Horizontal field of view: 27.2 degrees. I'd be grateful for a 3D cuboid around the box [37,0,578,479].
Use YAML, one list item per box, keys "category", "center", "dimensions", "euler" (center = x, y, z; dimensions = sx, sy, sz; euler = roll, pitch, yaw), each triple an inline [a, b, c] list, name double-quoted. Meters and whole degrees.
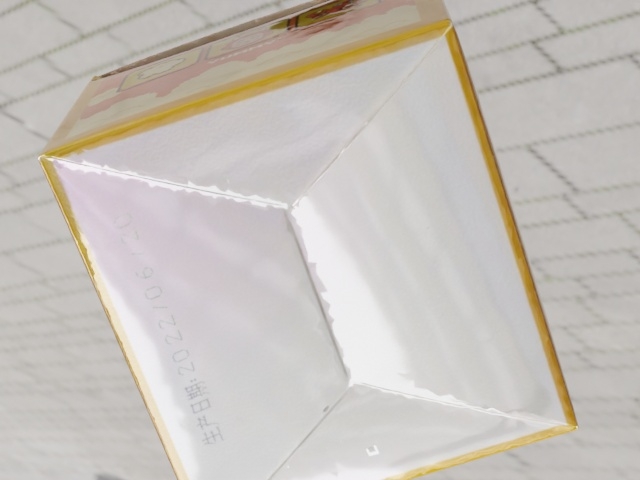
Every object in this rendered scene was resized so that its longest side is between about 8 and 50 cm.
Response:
- category: "box"
  center: [0.000, 0.000, 0.885]
  dimensions: [0.259, 0.214, 0.283]
  euler: [-18, 111, 6]
